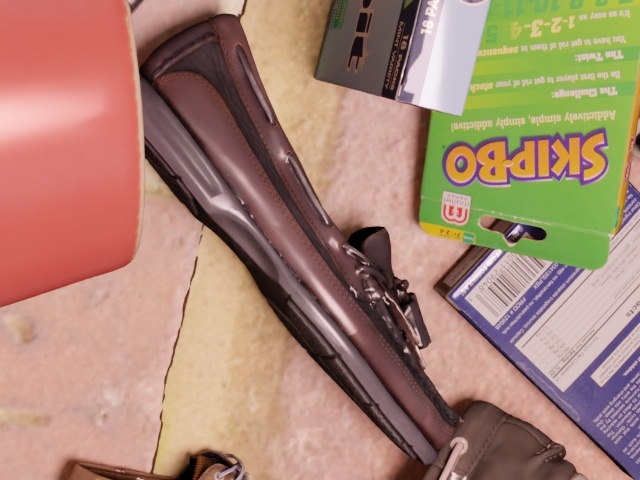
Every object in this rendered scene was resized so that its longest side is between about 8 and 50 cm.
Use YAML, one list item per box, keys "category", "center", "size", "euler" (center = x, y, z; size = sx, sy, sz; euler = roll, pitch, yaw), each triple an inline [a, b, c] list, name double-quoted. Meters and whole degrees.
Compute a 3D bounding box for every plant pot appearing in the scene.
- category: "plant pot"
  center: [-0.225, -0.070, 0.791]
  size: [0.243, 0.275, 0.275]
  euler: [-6, 100, -15]

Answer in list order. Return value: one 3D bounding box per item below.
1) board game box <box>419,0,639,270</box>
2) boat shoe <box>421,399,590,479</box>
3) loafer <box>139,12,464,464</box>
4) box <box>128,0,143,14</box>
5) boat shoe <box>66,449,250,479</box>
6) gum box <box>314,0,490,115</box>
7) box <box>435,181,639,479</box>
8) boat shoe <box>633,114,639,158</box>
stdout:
- category: "board game box"
  center: [0.133, -0.117, 0.929]
  size: [0.124, 0.039, 0.259]
  euler: [13, 107, 20]
- category: "boat shoe"
  center: [0.032, 0.246, 0.989]
  size: [0.095, 0.112, 0.335]
  euler: [42, 86, 19]
- category: "loafer"
  center: [0.000, 0.000, 0.933]
  size: [0.095, 0.109, 0.302]
  euler: [-41, 102, -8]
- category: "box"
  center: [-0.147, -0.263, 0.885]
  size: [0.233, 0.044, 0.159]
  euler: [40, 89, -16]
- category: "boat shoe"
  center: [-0.069, 0.166, 0.962]
  size: [0.183, 0.066, 0.066]
  euler: [3, 97, -13]
- category: "gum box"
  center: [0.053, -0.156, 0.875]
  size: [0.041, 0.184, 0.157]
  euler: [13, 96, -14]
- category: "box"
  center: [0.199, 0.058, 1.019]
  size: [0.225, 0.036, 0.136]
  euler: [44, 88, -14]
- category: "boat shoe"
  center: [0.225, -0.085, 0.973]
  size: [0.088, 0.096, 0.267]
  euler: [-38, 103, 2]
